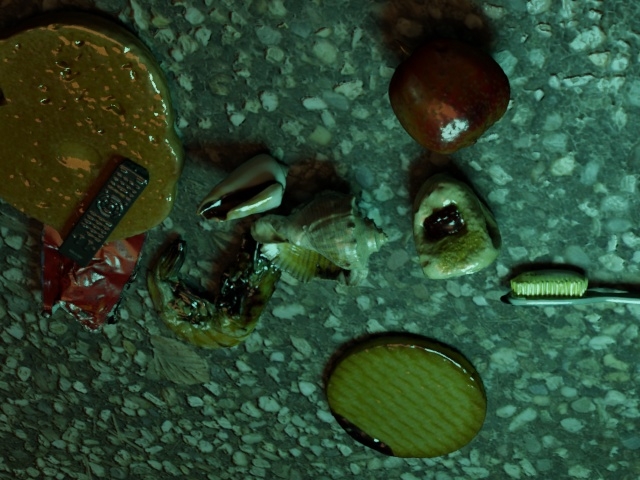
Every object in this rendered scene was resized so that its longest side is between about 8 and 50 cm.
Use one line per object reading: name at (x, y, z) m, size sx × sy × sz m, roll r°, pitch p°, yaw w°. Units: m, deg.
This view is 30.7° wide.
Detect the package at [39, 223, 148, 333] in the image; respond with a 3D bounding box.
package at (-0.446, 0.057, 2.206) m, size 0.194 × 0.071 × 0.269 m, roll 15°, pitch 126°, yaw -14°

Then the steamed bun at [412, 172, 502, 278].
steamed bun at (0.216, -0.033, 1.940) m, size 0.141 × 0.172 × 0.155 m, roll -16°, pitch 103°, yaw 12°

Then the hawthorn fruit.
hawthorn fruit at (0.182, -0.233, 1.782) m, size 0.200 × 0.179 × 0.179 m, roll 43°, pitch 126°, yaw 1°

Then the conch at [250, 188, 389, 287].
conch at (0.000, 0.000, 1.997) m, size 0.245 × 0.163 × 0.178 m, roll 2°, pitch 111°, yaw 14°

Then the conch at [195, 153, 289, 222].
conch at (-0.125, -0.086, 1.976) m, size 0.104 × 0.176 × 0.094 m, roll 55°, pitch 143°, yaw 21°

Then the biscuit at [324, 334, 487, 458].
biscuit at (0.165, 0.306, 2.267) m, size 0.318 × 0.040 × 0.318 m, roll 6°, pitch 129°, yaw 8°

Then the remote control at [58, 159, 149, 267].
remote control at (-0.382, -0.045, 2.051) m, size 0.063 × 0.025 × 0.245 m, roll 33°, pitch 123°, yaw -16°

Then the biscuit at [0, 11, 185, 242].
biscuit at (-0.406, -0.178, 2.009) m, size 0.350 × 0.078 × 0.455 m, roll 11°, pitch 126°, yaw 3°

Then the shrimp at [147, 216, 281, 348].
shrimp at (-0.203, 0.073, 2.166) m, size 0.233 × 0.071 × 0.365 m, roll 27°, pitch 133°, yaw -1°

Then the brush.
brush at (0.462, 0.080, 2.023) m, size 0.297 × 0.068 × 0.060 m, roll 1°, pitch 105°, yaw 8°
